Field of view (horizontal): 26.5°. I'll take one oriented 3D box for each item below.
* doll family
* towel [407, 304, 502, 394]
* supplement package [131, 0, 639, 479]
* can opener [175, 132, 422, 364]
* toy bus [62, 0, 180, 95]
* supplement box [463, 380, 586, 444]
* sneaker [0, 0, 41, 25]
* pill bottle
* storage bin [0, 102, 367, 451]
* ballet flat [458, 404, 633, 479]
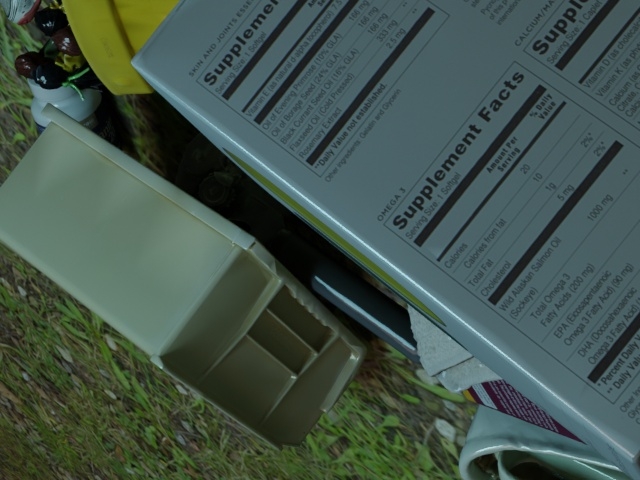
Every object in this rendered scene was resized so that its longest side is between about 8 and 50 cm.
[{"bbox_3d":[-0.193,-0.172,1.099,0.076,0.111,0.193,43,151,4],"label":"doll family"},{"bbox_3d":[0.091,-0.053,0.824,0.187,0.049,0.282,-24,78,59],"label":"towel"},{"bbox_3d":[0.101,-0.049,0.609,0.263,0.198,0.199,39,179,21],"label":"supplement package"},{"bbox_3d":[0.000,0.000,1.137,0.283,0.076,0.095,36,-178,16],"label":"can opener"},{"bbox_3d":[-0.037,-0.206,0.811,0.212,0.220,0.149,1,150,12],"label":"toy bus"},{"bbox_3d":[0.179,0.082,0.954,0.188,0.081,0.104,17,152,41],"label":"supplement box"},{"bbox_3d":[-0.300,-0.269,1.102,0.225,0.093,0.088,57,152,2],"label":"sneaker"},{"bbox_3d":[-0.231,-0.112,1.274,0.067,0.067,0.120,23,145,35],"label":"pill bottle"},{"bbox_3d":[-0.124,0.041,1.179,0.262,0.123,0.260,32,172,33],"label":"storage bin"},{"bbox_3d":[0.269,0.209,0.966,0.400,0.139,0.139,23,144,35],"label":"ballet flat"}]
